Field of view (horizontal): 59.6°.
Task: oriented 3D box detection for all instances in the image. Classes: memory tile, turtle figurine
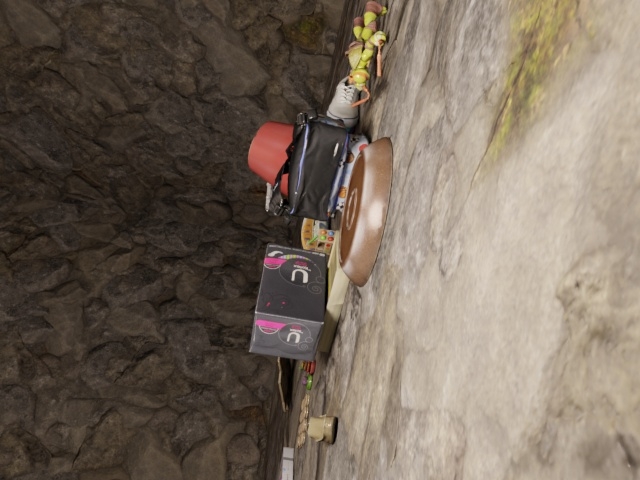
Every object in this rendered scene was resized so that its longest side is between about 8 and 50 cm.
[{"bbox_3d":[-0.052,0.539,1.668,0.113,0.012,0.147,109,169,-61],"label":"memory tile"},{"bbox_3d":[0.105,-0.474,1.417,0.269,0.087,0.217,116,163,-72],"label":"turtle figurine"}]

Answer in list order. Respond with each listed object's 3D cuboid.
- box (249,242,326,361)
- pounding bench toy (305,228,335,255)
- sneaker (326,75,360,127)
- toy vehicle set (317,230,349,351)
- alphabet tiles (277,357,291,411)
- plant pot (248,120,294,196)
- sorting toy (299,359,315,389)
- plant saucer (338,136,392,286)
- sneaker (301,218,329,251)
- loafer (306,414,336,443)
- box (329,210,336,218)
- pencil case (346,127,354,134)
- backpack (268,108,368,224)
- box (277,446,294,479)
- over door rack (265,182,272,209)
[{"bbox_3d":[-0.078,0.150,1.414,0.270,0.166,0.143,-88,9,-53],"label":"box"},{"bbox_3d":[0.000,0.000,1.697,0.065,0.084,0.052,104,173,-47],"label":"pounding bench toy"},{"bbox_3d":[0.070,-0.412,1.641,0.258,0.094,0.091,-87,4,-55],"label":"sneaker"},{"bbox_3d":[0.031,0.128,1.403,0.165,0.035,0.266,-88,10,-55],"label":"toy vehicle set"},{"bbox_3d":[-0.145,0.512,2.292,0.342,0.011,0.284,-88,-6,-57],"label":"alphabet tiles"},{"bbox_3d":[-0.103,-0.290,1.981,0.274,0.243,0.274,-54,-19,-29],"label":"plant pot"},{"bbox_3d":[-0.043,0.395,1.670,0.061,0.042,0.101,-97,17,-72],"label":"sorting toy"},{"bbox_3d":[0.083,-0.061,1.139,0.310,0.050,0.310,-171,90,-84],"label":"plant saucer"},{"bbox_3d":[-0.016,-0.088,1.894,0.131,0.112,0.296,102,180,-77],"label":"sneaker"},{"bbox_3d":[0.000,0.396,1.170,0.148,0.050,0.056,110,168,-63],"label":"loafer"},{"bbox_3d":[0.050,-0.177,1.736,0.206,0.036,0.114,106,172,-50],"label":"box"},{"bbox_3d":[0.059,-0.316,1.714,0.151,0.070,0.064,115,161,-70],"label":"pencil case"},{"bbox_3d":[0.001,-0.196,1.384,0.263,0.213,0.276,-110,35,-63],"label":"backpack"},{"bbox_3d":[-0.114,0.774,1.763,0.186,0.038,0.145,-96,16,-67],"label":"box"},{"bbox_3d":[-0.108,-0.185,2.324,0.324,0.240,0.108,-104,22,-75],"label":"over door rack"}]
